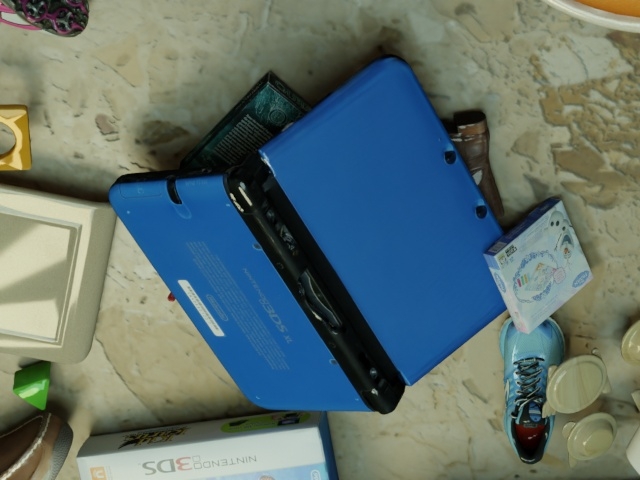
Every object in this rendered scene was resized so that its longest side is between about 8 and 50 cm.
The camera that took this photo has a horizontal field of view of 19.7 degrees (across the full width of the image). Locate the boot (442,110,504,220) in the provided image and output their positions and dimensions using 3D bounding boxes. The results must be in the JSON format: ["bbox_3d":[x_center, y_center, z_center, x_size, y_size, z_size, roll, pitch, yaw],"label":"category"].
[{"bbox_3d":[0.108,-0.056,1.660,0.106,0.037,0.114,-7,124,8],"label":"boot"}]

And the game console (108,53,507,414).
[{"bbox_3d":[0.000,0.000,1.660,0.250,0.173,0.293,-3,131,40],"label":"game console"}]

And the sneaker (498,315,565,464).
[{"bbox_3d":[0.204,0.142,1.745,0.063,0.073,0.162,-4,119,4],"label":"sneaker"}]

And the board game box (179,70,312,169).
[{"bbox_3d":[-0.018,-0.051,1.668,0.186,0.026,0.126,39,114,-19],"label":"board game box"}]

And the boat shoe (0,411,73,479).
[{"bbox_3d":[-0.381,0.261,1.804,0.324,0.123,0.116,-37,110,18],"label":"boat shoe"}]

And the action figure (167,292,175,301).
[{"bbox_3d":[-0.120,0.006,1.704,0.038,0.030,0.115,9,117,2],"label":"action figure"}]

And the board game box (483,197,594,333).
[{"bbox_3d":[0.200,0.023,1.680,0.090,0.020,0.090,-38,118,-23],"label":"board game box"}]

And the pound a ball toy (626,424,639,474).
[{"bbox_3d":[0.421,0.128,1.636,0.135,0.208,0.319,1,127,-37],"label":"pound a ball toy"}]

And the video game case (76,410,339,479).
[{"bbox_3d":[-0.094,0.311,1.814,0.244,0.061,0.269,-8,104,10],"label":"video game case"}]

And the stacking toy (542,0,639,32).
[{"bbox_3d":[0.244,-0.284,1.249,0.350,0.480,0.351,2,106,7],"label":"stacking toy"}]

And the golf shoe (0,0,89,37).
[{"bbox_3d":[-0.285,-0.225,1.566,0.186,0.067,0.086,28,156,-24],"label":"golf shoe"}]

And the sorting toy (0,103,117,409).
[{"bbox_3d":[-0.297,0.019,1.706,0.196,0.047,0.348,9,121,-10],"label":"sorting toy"}]

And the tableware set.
[{"bbox_3d":[0.285,0.141,1.744,0.168,0.020,0.141,-26,126,-11],"label":"tableware set"}]
